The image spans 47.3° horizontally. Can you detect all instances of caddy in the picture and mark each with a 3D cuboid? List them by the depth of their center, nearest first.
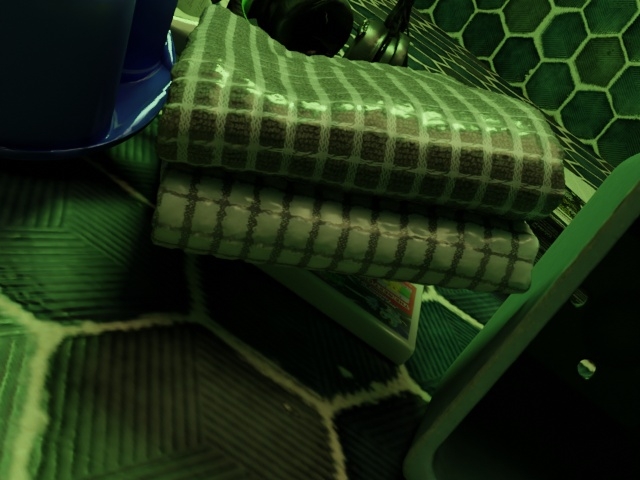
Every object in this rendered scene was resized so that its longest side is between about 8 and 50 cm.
[{"bbox_3d":[-0.244,-0.196,0.472,0.341,0.179,0.241,30,46,-12],"label":"caddy"}]

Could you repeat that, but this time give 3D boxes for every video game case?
[{"bbox_3d":[0.000,0.000,0.618,0.201,0.023,0.183,35,23,-3],"label":"video game case"}]

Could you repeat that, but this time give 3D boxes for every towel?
[{"bbox_3d":[0.009,-0.078,0.515,0.235,0.121,0.284,6,22,-10],"label":"towel"}]

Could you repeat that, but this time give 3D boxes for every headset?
[{"bbox_3d":[0.036,-0.303,1.032,0.243,0.185,0.394,42,35,13],"label":"headset"}]

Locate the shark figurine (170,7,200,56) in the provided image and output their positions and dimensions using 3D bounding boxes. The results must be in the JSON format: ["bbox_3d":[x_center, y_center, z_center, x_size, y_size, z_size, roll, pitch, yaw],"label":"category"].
[{"bbox_3d":[-0.102,-0.141,0.660,0.166,0.116,0.278,10,-3,36],"label":"shark figurine"}]

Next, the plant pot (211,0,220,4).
[{"bbox_3d":[-0.204,-0.436,0.868,0.280,0.323,0.323,58,27,7],"label":"plant pot"}]

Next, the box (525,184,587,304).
[{"bbox_3d":[0.346,0.038,0.907,0.322,0.079,0.257,40,25,-6],"label":"box"}]

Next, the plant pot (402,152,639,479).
[{"bbox_3d":[0.233,0.091,0.503,0.248,0.247,0.252,37,14,3],"label":"plant pot"}]

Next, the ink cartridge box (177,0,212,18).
[{"bbox_3d":[-0.216,-0.277,0.700,0.224,0.056,0.181,31,-3,1],"label":"ink cartridge box"}]

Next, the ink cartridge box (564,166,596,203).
[{"bbox_3d":[0.473,-0.026,1.248,0.261,0.066,0.296,34,24,-5],"label":"ink cartridge box"}]
